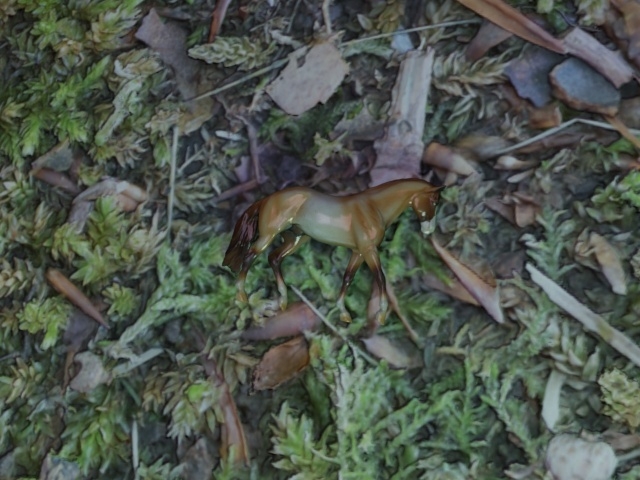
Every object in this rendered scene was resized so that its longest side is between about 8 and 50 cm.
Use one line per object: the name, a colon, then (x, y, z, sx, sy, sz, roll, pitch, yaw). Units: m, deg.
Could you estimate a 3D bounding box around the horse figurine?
horse figurine: (0.000, 0.000, 1.342, 0.263, 0.066, 0.174, 7, 81, 23)
